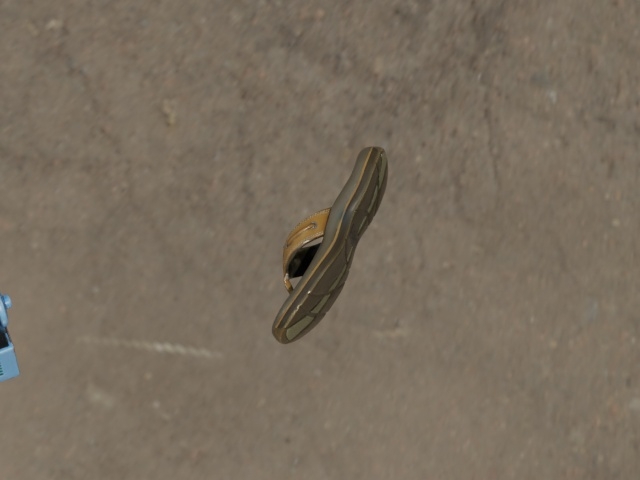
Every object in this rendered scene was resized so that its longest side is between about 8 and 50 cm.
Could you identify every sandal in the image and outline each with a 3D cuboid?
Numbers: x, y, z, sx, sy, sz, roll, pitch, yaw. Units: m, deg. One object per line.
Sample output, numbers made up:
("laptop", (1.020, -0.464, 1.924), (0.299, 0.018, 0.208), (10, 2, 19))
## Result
("sandal", (0.000, 0.000, 1.520), (0.060, 0.219, 0.090), (20, 162, 15))

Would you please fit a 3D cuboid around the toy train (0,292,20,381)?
("toy train", (-0.329, 0.045, 1.441), (0.080, 0.184, 0.105), (-19, 149, -16))
